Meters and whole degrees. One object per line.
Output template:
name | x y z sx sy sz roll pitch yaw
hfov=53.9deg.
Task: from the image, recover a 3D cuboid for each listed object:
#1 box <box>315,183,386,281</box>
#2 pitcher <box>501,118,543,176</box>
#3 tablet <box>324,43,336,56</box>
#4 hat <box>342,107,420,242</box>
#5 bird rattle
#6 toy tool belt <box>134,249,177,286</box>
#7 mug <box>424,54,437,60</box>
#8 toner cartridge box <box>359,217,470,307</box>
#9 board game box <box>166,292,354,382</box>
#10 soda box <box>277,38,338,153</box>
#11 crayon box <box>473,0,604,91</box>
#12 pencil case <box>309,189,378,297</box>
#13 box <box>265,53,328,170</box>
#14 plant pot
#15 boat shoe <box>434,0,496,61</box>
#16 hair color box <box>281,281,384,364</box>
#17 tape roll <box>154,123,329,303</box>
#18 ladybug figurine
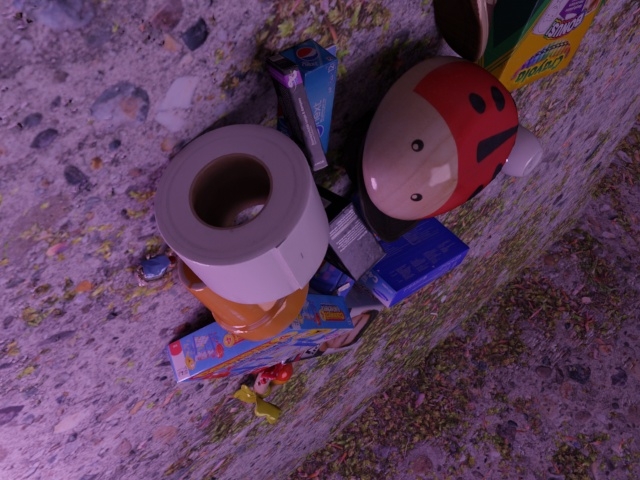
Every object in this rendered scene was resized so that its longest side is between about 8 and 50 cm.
box | 0.030 -0.019 1.304 0.093 0.156 0.158 -43 125 -10
pitcher | 0.486 -0.274 1.639 0.178 0.207 0.125 -43 155 -11
tablet | 0.004 -0.297 1.091 0.054 0.006 0.083 -33 151 -26
hat | 0.125 -0.165 1.306 0.331 0.134 0.331 -25 122 -48
bird rattle | -0.140 0.368 1.769 0.207 0.143 0.253 -29 139 -56
toy tool belt | -0.284 0.042 1.093 0.083 0.052 0.051 -31 159 -31
mug | 0.223 -0.342 1.322 0.064 0.078 0.062 -5 166 -43
toner cartridge box | 0.263 0.053 1.824 0.348 0.165 0.075 -24 147 -38
board game box | -0.125 0.216 1.412 0.308 0.086 0.302 -28 162 22
soda box | -0.026 -0.228 1.073 0.071 0.067 0.210 -32 151 -27
crayon box | 0.518 -0.518 1.444 0.363 0.106 0.313 -27 149 -35
pencil case | 0.072 0.009 1.505 0.119 0.133 0.306 17 117 -30
box | -0.037 -0.198 0.969 0.029 0.116 0.162 -21 119 -8
plant pot | -0.156 0.064 1.179 0.205 0.205 0.188 -48 139 3
boat shoe | 0.287 -0.474 1.145 0.123 0.123 0.342 -41 148 -9
hair color box | 0.013 0.217 1.738 0.185 0.113 0.374 -55 154 17
tape roll | -0.118 -0.040 1.004 0.246 0.246 0.169 -42 154 -10
ladybug figurine | 0.255 -0.197 1.216 0.449 0.162 0.305 -36 129 -41
